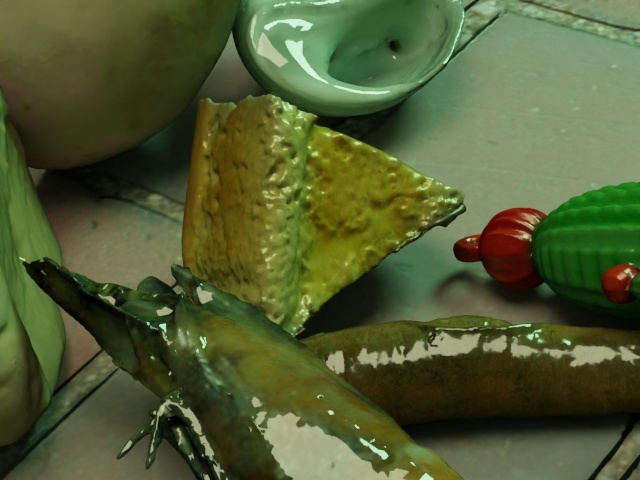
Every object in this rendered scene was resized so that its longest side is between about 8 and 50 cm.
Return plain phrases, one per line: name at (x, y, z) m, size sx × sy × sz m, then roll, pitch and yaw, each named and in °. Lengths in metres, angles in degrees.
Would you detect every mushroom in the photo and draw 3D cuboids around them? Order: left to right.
mushroom at (-0.139, -0.127, 1.165) m, size 0.173 × 0.162 × 0.236 m, roll 9°, pitch 16°, yaw 26°

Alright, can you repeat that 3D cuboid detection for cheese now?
cheese at (-0.230, 0.014, 1.027) m, size 0.093 × 0.159 × 0.263 m, roll -17°, pitch 38°, yaw 4°

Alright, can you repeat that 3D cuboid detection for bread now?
bread at (0.000, 0.000, 1.026) m, size 0.160 × 0.169 × 0.140 m, roll 8°, pitch -6°, yaw -32°

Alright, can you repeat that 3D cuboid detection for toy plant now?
toy plant at (0.208, 0.003, 0.983) m, size 0.155 × 0.088 × 0.240 m, roll -18°, pitch 16°, yaw -27°

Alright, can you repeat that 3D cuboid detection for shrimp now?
shrimp at (-0.067, 0.161, 0.850) m, size 0.272 × 0.085 × 0.445 m, roll -30°, pitch 55°, yaw -18°

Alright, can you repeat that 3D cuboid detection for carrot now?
carrot at (0.138, 0.076, 0.941) m, size 0.342 × 0.070 × 0.070 m, roll -3°, pitch 41°, yaw 8°

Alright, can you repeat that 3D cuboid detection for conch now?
conch at (0.023, -0.170, 1.205) m, size 0.185 × 0.121 × 0.221 m, roll 13°, pitch 53°, yaw 26°
